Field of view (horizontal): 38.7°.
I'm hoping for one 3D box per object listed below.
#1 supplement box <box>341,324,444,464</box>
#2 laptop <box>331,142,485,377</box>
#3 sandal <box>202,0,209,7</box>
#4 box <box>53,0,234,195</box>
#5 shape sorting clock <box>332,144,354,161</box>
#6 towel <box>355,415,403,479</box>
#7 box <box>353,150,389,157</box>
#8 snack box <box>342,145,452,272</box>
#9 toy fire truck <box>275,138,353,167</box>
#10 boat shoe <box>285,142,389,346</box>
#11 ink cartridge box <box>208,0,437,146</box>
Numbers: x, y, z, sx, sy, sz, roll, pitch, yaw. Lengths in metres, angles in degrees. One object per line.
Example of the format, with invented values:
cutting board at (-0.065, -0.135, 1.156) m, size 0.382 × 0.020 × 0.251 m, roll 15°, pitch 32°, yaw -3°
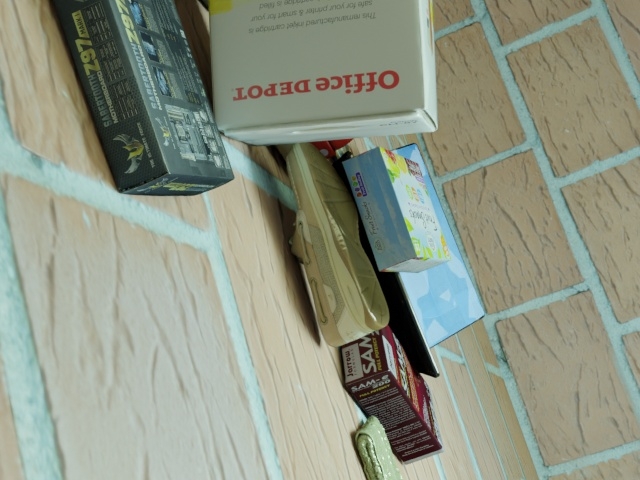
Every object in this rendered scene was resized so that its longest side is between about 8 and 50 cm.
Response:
supplement box at (0.109, 0.225, 1.401) m, size 0.239 × 0.073 × 0.130 m, roll 56°, pitch 17°, yaw -41°
laptop at (0.183, 0.009, 1.627) m, size 0.408 × 0.236 × 0.382 m, roll 157°, pitch -90°, yaw -82°
sandal at (-0.177, -0.435, 1.273) m, size 0.303 × 0.086 × 0.120 m, roll 45°, pitch 27°, yaw -59°
box at (-0.176, -0.161, 0.919) m, size 0.183 × 0.059 × 0.232 m, roll -10°, pitch 80°, yaw -76°
shape sorting clock at (0.034, -0.223, 1.863) m, size 0.206 × 0.040 × 0.206 m, roll -21°, pitch 90°, yaw -76°
towel at (0.090, 0.324, 1.275) m, size 0.110 × 0.027 × 0.148 m, roll -12°, pitch 81°, yaw -77°
box at (0.140, -0.082, 1.955) m, size 0.270 × 0.060 × 0.216 m, roll -19°, pitch 96°, yaw -76°
snack box at (0.122, -0.041, 1.397) m, size 0.207 × 0.070 × 0.174 m, roll 7°, pitch 63°, yaw -67°
toy fire truck at (0.037, -0.231, 1.449) m, size 0.217 × 0.246 × 0.158 m, roll -97°, pitch 160°, yaw -47°
boat shoe at (0.000, 0.000, 1.285) m, size 0.109 × 0.098 × 0.302 m, roll 14°, pitch 52°, yaw -59°
ink cartridge box at (0.003, -0.329, 1.214) m, size 0.160 × 0.279 × 0.384 m, roll 12°, pitch 75°, yaw -75°
